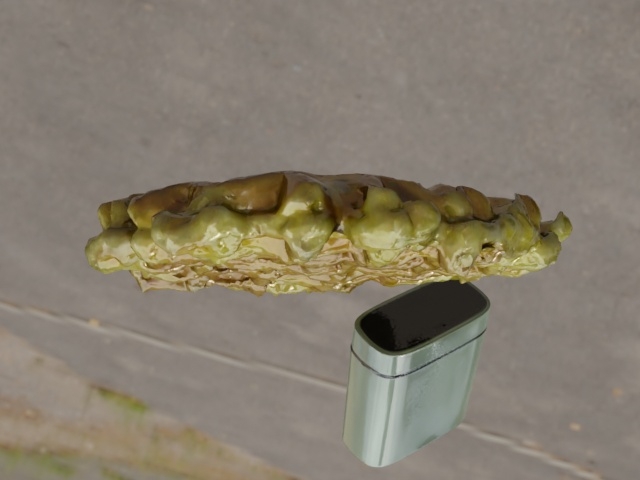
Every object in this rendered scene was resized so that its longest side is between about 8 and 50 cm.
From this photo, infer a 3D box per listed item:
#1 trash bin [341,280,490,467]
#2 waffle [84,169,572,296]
[{"bbox_3d":[0.075,0.105,1.115,0.059,0.116,0.130,43,142,36],"label":"trash bin"},{"bbox_3d":[0.000,0.000,0.927,0.302,0.068,0.325,-3,171,36],"label":"waffle"}]
